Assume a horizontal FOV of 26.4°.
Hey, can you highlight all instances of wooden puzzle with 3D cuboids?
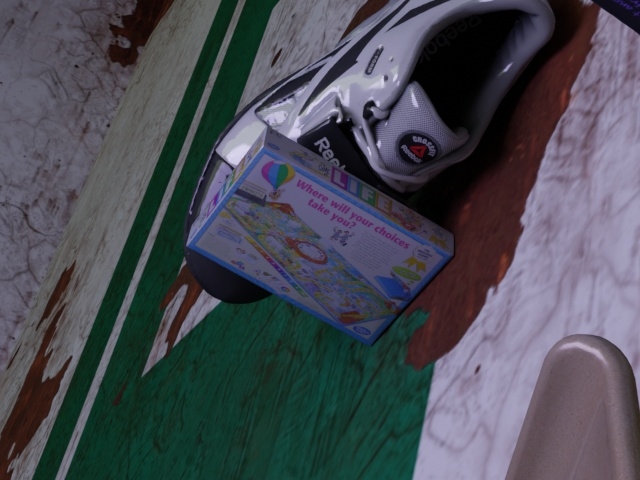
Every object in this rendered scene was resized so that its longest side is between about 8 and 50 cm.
[{"bbox_3d":[0.089,0.186,0.463,0.239,0.044,0.221,-89,7,-53],"label":"wooden puzzle"}]

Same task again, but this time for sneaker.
[{"bbox_3d":[0.030,-0.075,0.966,0.330,0.122,0.146,-47,21,5],"label":"sneaker"}]

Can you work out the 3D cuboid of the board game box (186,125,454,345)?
[{"bbox_3d":[0.000,0.000,0.942,0.103,0.154,0.026,-49,19,33],"label":"board game box"}]

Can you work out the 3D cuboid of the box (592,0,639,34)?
[{"bbox_3d":[0.226,-0.222,0.654,0.165,0.143,0.270,-65,16,-19],"label":"box"}]
